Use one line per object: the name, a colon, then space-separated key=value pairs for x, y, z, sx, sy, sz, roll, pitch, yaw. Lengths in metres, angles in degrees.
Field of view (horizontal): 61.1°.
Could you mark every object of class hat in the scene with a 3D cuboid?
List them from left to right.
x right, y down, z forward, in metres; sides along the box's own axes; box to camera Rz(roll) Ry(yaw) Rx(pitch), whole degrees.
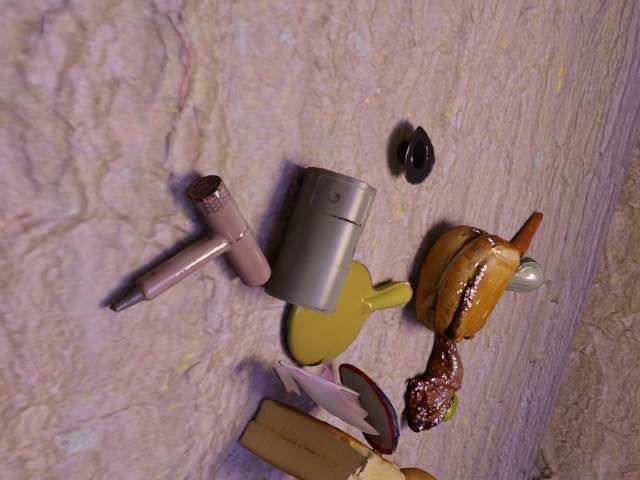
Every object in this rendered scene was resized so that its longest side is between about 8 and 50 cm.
hat: x=0.188 y=-0.176 z=1.114 sx=0.121 sy=0.051 sz=0.121 roll=-18 pitch=114 yaw=-45

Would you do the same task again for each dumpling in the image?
dumpling: x=0.645 y=0.108 z=1.760 sx=0.219 sy=0.153 sz=0.107 roll=64 pitch=31 yaw=-58

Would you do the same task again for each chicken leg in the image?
chicken leg: x=0.320 y=0.378 z=1.513 sx=0.177 sy=0.083 sz=0.322 roll=39 pitch=78 yaw=-36

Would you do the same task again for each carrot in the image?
carrot: x=0.688 y=-0.032 z=1.793 sx=0.224 sy=0.057 sz=0.057 roll=-47 pitch=137 yaw=-32

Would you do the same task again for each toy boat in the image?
toy boat: x=0.053 y=0.300 z=0.992 sx=0.072 sy=0.219 sz=0.318 roll=-47 pitch=151 yaw=8

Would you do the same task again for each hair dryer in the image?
hair dryer: x=-0.180 y=0.049 z=0.768 sx=0.220 sy=0.054 sz=0.195 roll=-49 pitch=138 yaw=-23

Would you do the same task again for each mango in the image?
mango: x=0.392 y=0.512 z=1.671 sx=0.108 sy=0.056 sz=0.073 roll=-29 pitch=133 yaw=-43

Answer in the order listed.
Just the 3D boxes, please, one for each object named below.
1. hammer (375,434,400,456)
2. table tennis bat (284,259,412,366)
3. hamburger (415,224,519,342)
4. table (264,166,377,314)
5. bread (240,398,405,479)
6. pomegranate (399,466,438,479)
hammer: x=0.138 y=0.605 z=1.426 sx=0.111 sy=0.033 sz=0.287 roll=14 pitch=96 yaw=-51
table tennis bat: x=0.067 y=0.133 z=1.113 sx=0.369 sy=0.054 sz=0.224 roll=-9 pitch=116 yaw=-45
hamburger: x=0.365 y=0.111 z=1.358 sx=0.305 sy=0.174 sz=0.283 roll=17 pitch=94 yaw=-53
table: x=0.000 y=0.000 z=0.905 sx=0.126 sy=0.127 sz=0.219 roll=18 pitch=91 yaw=-52
bread: x=0.019 y=0.408 z=1.017 sx=0.239 sy=0.246 sz=0.110 roll=46 pitch=66 yaw=-50
pomegranate: x=0.246 y=0.729 z=1.462 sx=0.233 sy=0.233 sz=0.232 roll=-25 pitch=124 yaw=-42
